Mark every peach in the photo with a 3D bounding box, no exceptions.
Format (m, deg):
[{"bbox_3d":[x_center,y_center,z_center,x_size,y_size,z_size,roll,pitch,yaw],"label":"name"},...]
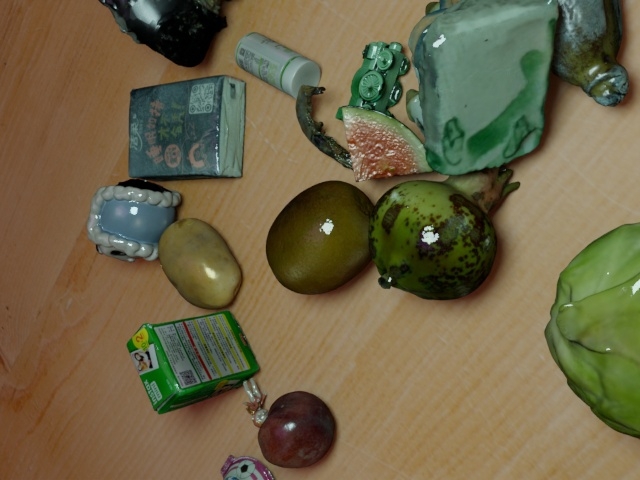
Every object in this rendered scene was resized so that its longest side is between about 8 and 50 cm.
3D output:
[{"bbox_3d":[-0.045,0.368,1.284,0.152,0.152,0.152,-1,89,36],"label":"peach"}]

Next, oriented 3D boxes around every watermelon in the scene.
[{"bbox_3d":[0.124,-0.167,1.156,0.145,0.193,0.137,-8,61,14],"label":"watermelon"}]

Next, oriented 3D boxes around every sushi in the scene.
[{"bbox_3d":[-0.315,-0.579,1.389,0.285,0.328,0.328,-37,66,18],"label":"sushi"}]

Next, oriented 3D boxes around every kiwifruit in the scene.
[{"bbox_3d":[0.000,0.000,1.223,0.234,0.196,0.196,-40,67,33],"label":"kiwifruit"}]

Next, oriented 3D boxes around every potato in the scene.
[{"bbox_3d":[-0.278,0.056,1.464,0.234,0.146,0.150,52,150,25],"label":"potato"}]

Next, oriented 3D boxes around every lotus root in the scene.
[{"bbox_3d":[0.374,-0.348,0.981,0.140,0.158,0.322,-15,87,45],"label":"lotus root"}]

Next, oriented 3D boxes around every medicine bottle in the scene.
[{"bbox_3d":[-0.093,-0.369,1.360,0.183,0.086,0.086,36,109,31],"label":"medicine bottle"}]

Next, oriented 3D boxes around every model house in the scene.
[{"bbox_3d":[0.205,-0.303,1.046,0.194,0.267,0.325,-17,45,-6],"label":"model house"}]

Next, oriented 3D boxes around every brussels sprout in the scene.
[{"bbox_3d":[0.475,0.124,0.848,0.328,0.247,0.327,-16,68,46],"label":"brussels sprout"}]

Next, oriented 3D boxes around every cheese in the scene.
[{"bbox_3d":[-0.135,0.567,1.388,0.244,0.062,0.155,42,111,28],"label":"cheese"}]

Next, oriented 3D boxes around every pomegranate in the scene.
[{"bbox_3d":[0.200,-0.033,1.067,0.222,0.204,0.276,41,111,30],"label":"pomegranate"}]

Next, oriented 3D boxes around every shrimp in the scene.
[{"bbox_3d":[0.012,-0.229,1.271,0.195,0.035,0.147,45,150,25],"label":"shrimp"}]

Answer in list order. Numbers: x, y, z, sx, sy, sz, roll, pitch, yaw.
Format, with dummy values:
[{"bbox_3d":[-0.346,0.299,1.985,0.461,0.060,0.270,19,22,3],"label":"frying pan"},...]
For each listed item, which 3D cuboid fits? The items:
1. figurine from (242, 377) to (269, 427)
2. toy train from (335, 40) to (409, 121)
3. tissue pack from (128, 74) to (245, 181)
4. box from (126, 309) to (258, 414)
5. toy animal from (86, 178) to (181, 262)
[{"bbox_3d":[-0.140,0.351,1.400,0.047,0.064,0.109,-15,94,59],"label":"figurine"},{"bbox_3d":[0.101,-0.293,1.231,0.105,0.071,0.178,32,109,43],"label":"toy train"},{"bbox_3d":[-0.321,-0.257,1.515,0.316,0.103,0.227,2,89,35],"label":"tissue pack"},{"bbox_3d":[-0.268,0.248,1.375,0.103,0.250,0.180,-44,65,34],"label":"box"},{"bbox_3d":[-0.428,-0.043,1.532,0.156,0.208,0.204,18,97,28],"label":"toy animal"}]
